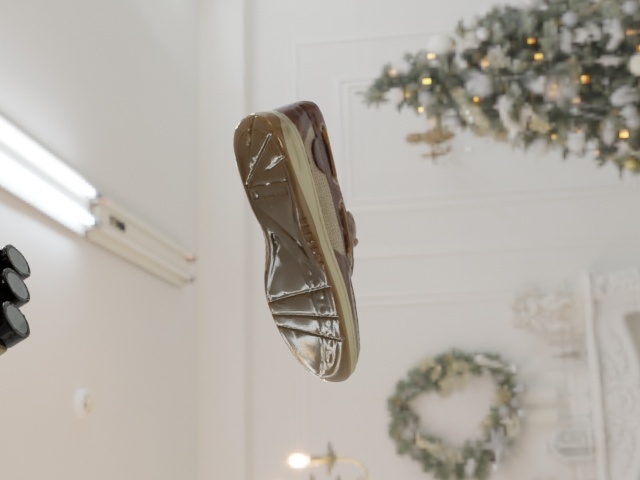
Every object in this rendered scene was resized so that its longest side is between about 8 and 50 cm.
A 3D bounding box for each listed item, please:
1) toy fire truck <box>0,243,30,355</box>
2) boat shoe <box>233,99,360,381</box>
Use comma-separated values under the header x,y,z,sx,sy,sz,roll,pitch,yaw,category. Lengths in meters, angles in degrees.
x,y,z,sx,sy,sz,roll,pitch,yaw,category
-0.493,0.023,1.298,0.246,0.158,0.217,54,-172,-35,toy fire truck
0.000,0.000,1.176,0.123,0.123,0.342,-29,-72,-42,boat shoe
